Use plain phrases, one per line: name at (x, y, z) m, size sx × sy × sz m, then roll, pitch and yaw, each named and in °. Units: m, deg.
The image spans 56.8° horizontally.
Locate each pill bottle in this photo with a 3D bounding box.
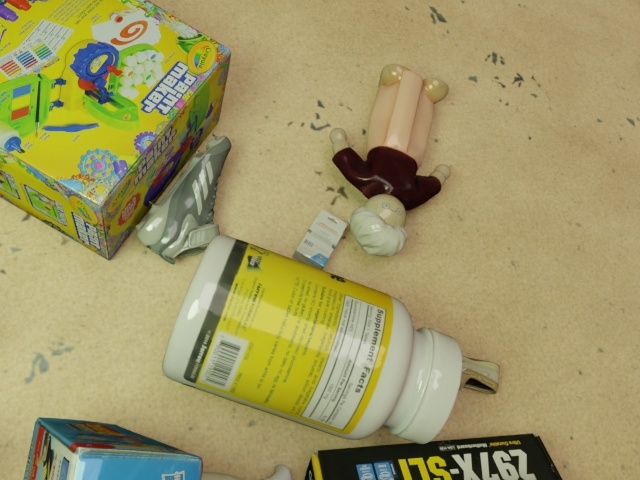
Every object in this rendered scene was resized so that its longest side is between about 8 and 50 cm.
pill bottle at (-0.007, 0.132, 0.738) m, size 0.334 × 0.188 × 0.187 m, roll 21°, pitch 63°, yaw -7°

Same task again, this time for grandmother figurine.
grandmother figurine at (0.112, -0.127, 0.939) m, size 0.208 × 0.104 × 0.342 m, roll 13°, pitch 61°, yaw 0°

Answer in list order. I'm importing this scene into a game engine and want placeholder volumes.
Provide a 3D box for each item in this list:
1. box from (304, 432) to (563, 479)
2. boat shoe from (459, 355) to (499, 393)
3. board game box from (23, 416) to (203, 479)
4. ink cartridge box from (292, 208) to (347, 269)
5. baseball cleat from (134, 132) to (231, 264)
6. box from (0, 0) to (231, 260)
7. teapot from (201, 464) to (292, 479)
box at (0.160, 0.365, 0.687) m, size 0.322 × 0.079 × 0.257 m, roll 1°, pitch 38°, yaw -15°
boat shoe at (0.197, 0.192, 0.846) m, size 0.136 × 0.050 × 0.045 m, roll 10°, pitch 59°, yaw -11°
board game box at (-0.202, 0.311, 0.472) m, size 0.086 × 0.302 × 0.307 m, roll 13°, pitch 73°, yaw -27°
ink cartridge box at (0.000, 0.000, 0.887) m, size 0.048 × 0.028 × 0.083 m, roll 32°, pitch 62°, yaw -1°
baseball cleat at (-0.172, -0.055, 0.852) m, size 0.109 × 0.072 × 0.205 m, roll 40°, pitch 66°, yaw -12°
box at (-0.320, -0.183, 0.795) m, size 0.279 × 0.177 × 0.289 m, roll 31°, pitch 62°, yaw -1°
teapot at (-0.075, 0.349, 0.583) m, size 0.187 × 0.252 × 0.255 m, roll -5°, pitch 63°, yaw -10°
